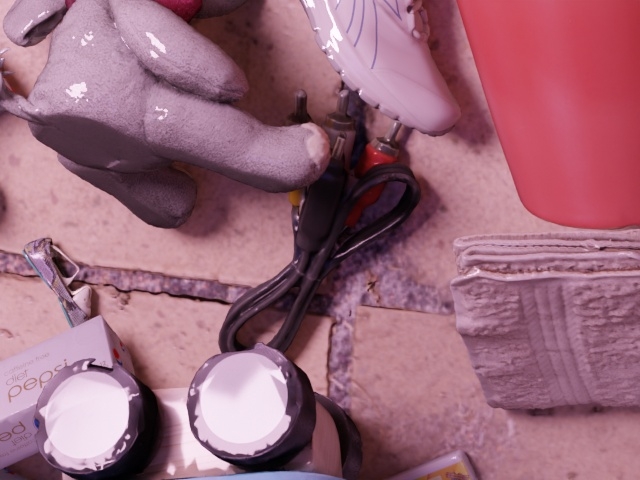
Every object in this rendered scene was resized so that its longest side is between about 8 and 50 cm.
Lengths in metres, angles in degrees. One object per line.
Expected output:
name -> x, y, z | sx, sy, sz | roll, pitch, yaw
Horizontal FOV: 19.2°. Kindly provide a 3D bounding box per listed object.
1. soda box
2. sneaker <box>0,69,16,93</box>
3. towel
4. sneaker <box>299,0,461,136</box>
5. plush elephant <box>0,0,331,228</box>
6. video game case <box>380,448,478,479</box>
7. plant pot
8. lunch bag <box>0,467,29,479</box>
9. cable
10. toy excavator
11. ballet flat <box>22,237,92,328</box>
soda box -> -0.286, 0.158, 1.822 | 0.216, 0.074, 0.069 | -25, 137, 6
sneaker -> -0.414, -0.041, 1.813 | 0.148, 0.131, 0.350 | 37, 107, 9
towel -> 0.218, 0.077, 1.633 | 0.187, 0.282, 0.049 | -1, 59, 15
sneaker -> 0.041, -0.226, 1.679 | 0.129, 0.111, 0.297 | -34, 93, 12
plush elephant -> -0.163, -0.191, 1.680 | 0.330, 0.272, 0.255 | 24, 68, -24
video game case -> 0.079, 0.333, 1.826 | 0.227, 0.026, 0.206 | -24, 95, 18
plant pot -> 0.248, -0.155, 1.571 | 0.275, 0.275, 0.243 | -5, 111, 15
lunch bag -> -0.334, 0.341, 1.898 | 0.176, 0.090, 0.219 | 29, 108, 4
cable -> 0.000, 0.000, 1.776 | 0.139, 0.072, 0.287 | 17, 118, -7
toy excavator -> -0.172, 0.345, 1.678 | 0.433, 0.222, 0.445 | -8, 68, 13
ballet flat -> -0.246, 0.046, 1.840 | 0.041, 0.041, 0.114 | -30, 94, 18
